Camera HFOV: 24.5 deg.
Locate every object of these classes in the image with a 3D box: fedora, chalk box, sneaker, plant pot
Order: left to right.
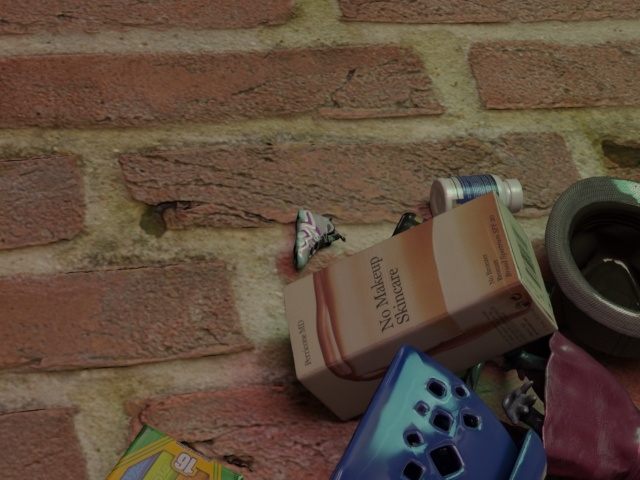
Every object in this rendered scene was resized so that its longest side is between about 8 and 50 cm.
[{"bbox_3d":[-0.194,0.336,1.598,0.132,0.132,0.213,27,51,9],"label":"chalk box"},{"bbox_3d":[0.000,0.000,1.986,0.069,0.038,0.098,9,50,-5],"label":"sneaker"},{"bbox_3d":[0.110,0.298,1.642,0.212,0.236,0.236,29,49,3],"label":"plant pot"},{"bbox_3d":[0.406,0.053,1.980,0.243,0.124,0.275,9,44,-7],"label":"fedora"}]

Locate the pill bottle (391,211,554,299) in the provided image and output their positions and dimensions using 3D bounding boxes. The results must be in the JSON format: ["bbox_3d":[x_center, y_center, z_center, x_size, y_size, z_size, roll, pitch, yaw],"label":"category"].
[{"bbox_3d":[0.187,0.058,1.926,0.219,0.123,0.123,23,49,6],"label":"pill bottle"}]

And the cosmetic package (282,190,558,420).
[{"bbox_3d":[0.117,0.081,1.784,0.296,0.129,0.153,-26,49,16],"label":"cosmetic package"}]

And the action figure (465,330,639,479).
[{"bbox_3d":[0.369,0.270,1.788,0.370,0.275,0.248,30,64,-13],"label":"action figure"}]

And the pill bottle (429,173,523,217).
[{"bbox_3d":[0.220,-0.058,2.068,0.120,0.067,0.067,-5,52,-16],"label":"pill bottle"}]
